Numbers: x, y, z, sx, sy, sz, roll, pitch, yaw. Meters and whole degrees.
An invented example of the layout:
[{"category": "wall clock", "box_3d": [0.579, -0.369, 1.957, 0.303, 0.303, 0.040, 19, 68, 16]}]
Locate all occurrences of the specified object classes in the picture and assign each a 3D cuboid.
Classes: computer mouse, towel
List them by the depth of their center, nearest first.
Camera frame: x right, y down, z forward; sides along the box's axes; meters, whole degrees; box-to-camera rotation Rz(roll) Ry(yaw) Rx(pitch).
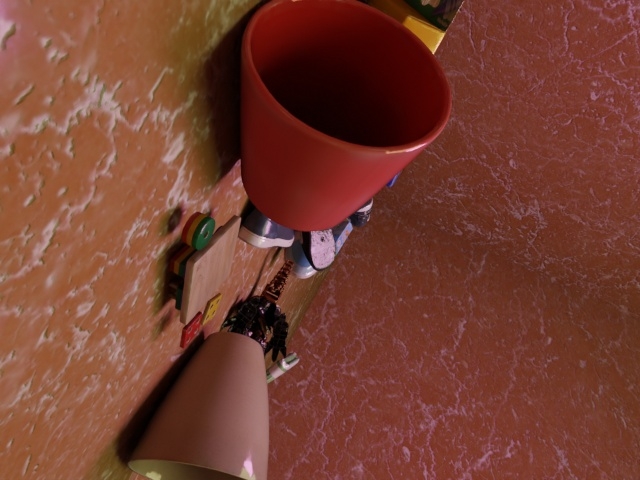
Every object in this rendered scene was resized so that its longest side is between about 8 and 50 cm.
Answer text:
[{"category": "computer mouse", "box_3d": [0.009, -0.061, 1.240, 0.184, 0.060, 0.262, -27, 116, -37]}, {"category": "towel", "box_3d": [-0.211, 0.407, 1.242, 0.324, 0.038, 0.248, -33, 170, -1]}]

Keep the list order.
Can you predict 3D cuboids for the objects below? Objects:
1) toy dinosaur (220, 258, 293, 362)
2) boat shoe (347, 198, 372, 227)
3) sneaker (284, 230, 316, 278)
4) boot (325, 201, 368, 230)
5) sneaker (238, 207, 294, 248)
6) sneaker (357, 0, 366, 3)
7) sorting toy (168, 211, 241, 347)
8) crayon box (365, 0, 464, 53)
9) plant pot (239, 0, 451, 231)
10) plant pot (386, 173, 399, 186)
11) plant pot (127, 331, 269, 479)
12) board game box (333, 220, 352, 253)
[{"category": "toy dinosaur", "box_3d": [-0.165, 0.201, 1.210, 0.218, 0.164, 0.322, -135, -128, -82]}, {"category": "boat shoe", "box_3d": [0.099, -0.163, 1.492, 0.303, 0.114, 0.091, -93, -175, -49]}, {"category": "sneaker", "box_3d": [-0.013, -0.062, 1.318, 0.208, 0.127, 0.319, 109, 0, -57]}, {"category": "boot", "box_3d": [0.050, -0.155, 1.115, 0.246, 0.094, 0.207, -29, 137, -42]}, {"category": "sneaker", "box_3d": [-0.076, -0.071, 0.952, 0.163, 0.086, 0.226, -63, 172, 8]}, {"category": "sneaker", "box_3d": [0.070, -0.460, 0.759, 0.071, 0.068, 0.170, -74, -173, -61]}, {"category": "sorting toy", "box_3d": [-0.185, 0.044, 0.714, 0.132, 0.046, 0.275, -56, 169, -50]}, {"category": "crayon box", "box_3d": [0.089, -0.308, 0.812, 0.323, 0.083, 0.203, -61, -147, 33]}, {"category": "plant pot", "box_3d": [0.002, -0.154, 0.649, 0.275, 0.275, 0.243, -59, -178, -35]}, {"category": "plant pot", "box_3d": [0.197, -0.341, 1.502, 0.236, 0.212, 0.236, -68, 173, 27]}, {"category": "plant pot", "box_3d": [-0.205, 0.335, 0.928, 0.256, 0.256, 0.274, 107, -4, -51]}, {"category": "board game box", "box_3d": [0.000, 0.000, 1.506, 0.211, 0.160, 0.039, -53, 132, -58]}]
